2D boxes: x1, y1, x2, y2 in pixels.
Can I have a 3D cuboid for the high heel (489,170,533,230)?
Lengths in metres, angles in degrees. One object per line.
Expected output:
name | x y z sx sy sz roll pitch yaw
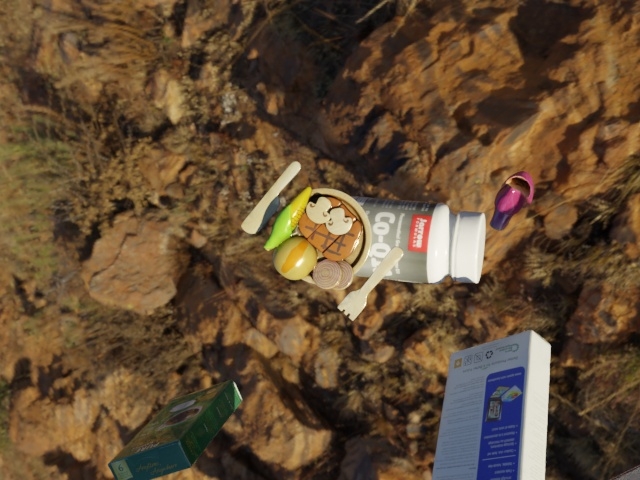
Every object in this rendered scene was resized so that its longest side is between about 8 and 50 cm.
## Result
high heel | 0.461 -0.128 1.480 0.082 0.244 0.117 32 136 19

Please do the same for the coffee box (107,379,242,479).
coffee box | -0.189 0.255 0.853 0.113 0.184 0.040 -21 96 15

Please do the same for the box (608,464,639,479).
box | 0.585 0.474 1.020 0.127 0.232 0.148 -44 29 29

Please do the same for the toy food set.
toy food set | 0.000 0.000 0.794 0.192 0.038 0.132 39 101 5

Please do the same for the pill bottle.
pill bottle | 0.171 0.001 1.240 0.283 0.161 0.161 5 117 19

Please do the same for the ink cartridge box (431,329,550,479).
ink cartridge box | 0.261 0.325 0.986 0.069 0.371 0.176 38 140 -21
